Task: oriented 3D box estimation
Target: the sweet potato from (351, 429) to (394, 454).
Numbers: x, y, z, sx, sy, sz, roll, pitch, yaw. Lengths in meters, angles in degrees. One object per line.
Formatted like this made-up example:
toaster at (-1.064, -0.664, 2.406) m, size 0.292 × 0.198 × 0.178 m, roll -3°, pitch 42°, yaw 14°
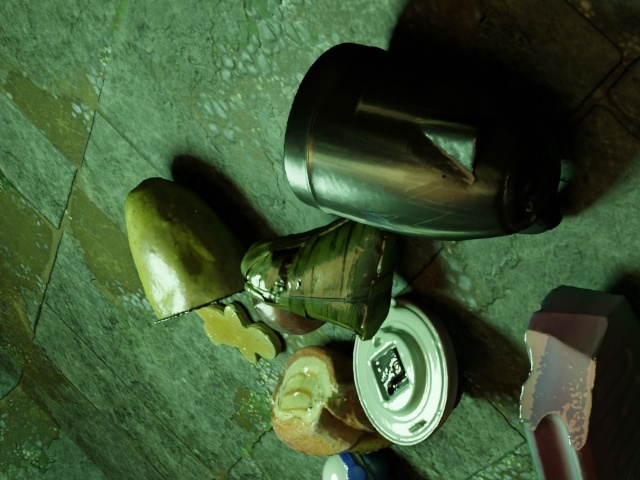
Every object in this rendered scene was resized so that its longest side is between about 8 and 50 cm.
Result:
sweet potato at (0.082, 0.351, 2.151) m, size 0.341 × 0.092 × 0.114 m, roll -18°, pitch 87°, yaw 56°

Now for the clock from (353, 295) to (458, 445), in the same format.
clock at (0.132, 0.214, 1.850) m, size 0.244 × 0.056 × 0.244 m, roll 2°, pitch 92°, yaw 56°

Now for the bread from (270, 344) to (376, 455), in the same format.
bread at (0.010, 0.294, 2.081) m, size 0.123 × 0.190 × 0.244 m, roll 25°, pitch 159°, yaw -28°

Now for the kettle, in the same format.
kettle at (0.163, -0.091, 1.460) m, size 0.324 × 0.228 × 0.321 m, roll 19°, pitch 166°, yaw 32°

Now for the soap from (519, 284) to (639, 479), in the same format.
soap at (0.369, 0.222, 1.549) m, size 0.109 × 0.193 × 0.324 m, roll 12°, pitch 134°, yaw 41°

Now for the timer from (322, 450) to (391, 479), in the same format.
timer at (0.136, 0.568, 2.216) m, size 0.383 × 0.270 × 0.270 m, roll 59°, pitch 150°, yaw 9°

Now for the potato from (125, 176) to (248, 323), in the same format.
potato at (-0.255, 0.003, 2.075) m, size 0.229 × 0.229 × 0.266 m, roll -23°, pitch 92°, yaw 57°

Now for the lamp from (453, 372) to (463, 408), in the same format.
lamp at (0.189, 0.247, 1.897) m, size 0.101 × 0.090 × 0.101 m, roll 4°, pitch 107°, yaw 12°

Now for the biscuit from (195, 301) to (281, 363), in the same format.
biscuit at (-0.166, 0.186, 2.320) m, size 0.234 × 0.030 × 0.153 m, roll 12°, pitch 136°, yaw 43°

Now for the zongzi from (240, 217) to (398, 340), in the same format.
zongzi at (0.000, 0.000, 1.776) m, size 0.251 × 0.125 × 0.274 m, roll 14°, pitch 124°, yaw 12°

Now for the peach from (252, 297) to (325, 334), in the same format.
peach at (-0.052, 0.088, 1.961) m, size 0.152 × 0.152 × 0.152 m, roll 31°, pitch 146°, yaw 25°
